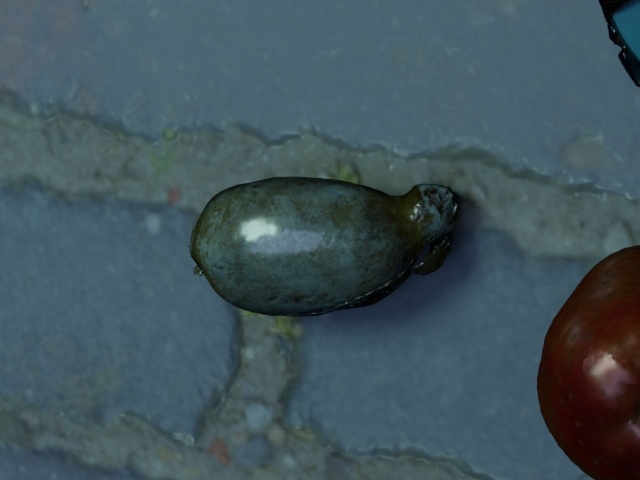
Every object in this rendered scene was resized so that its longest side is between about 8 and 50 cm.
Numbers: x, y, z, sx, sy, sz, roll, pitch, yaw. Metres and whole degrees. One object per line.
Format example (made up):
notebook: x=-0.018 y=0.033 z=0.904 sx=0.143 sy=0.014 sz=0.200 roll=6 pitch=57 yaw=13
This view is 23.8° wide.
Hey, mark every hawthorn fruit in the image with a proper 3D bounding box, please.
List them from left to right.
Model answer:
hawthorn fruit: x=0.174 y=0.074 z=0.771 sx=0.132 sy=0.138 sz=0.133 roll=3 pitch=97 yaw=24

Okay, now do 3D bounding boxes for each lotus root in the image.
lotus root: x=0.000 y=0.002 z=0.871 sx=0.165 sy=0.088 sz=0.088 roll=-3 pitch=99 yaw=15

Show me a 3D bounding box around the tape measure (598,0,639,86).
tape measure: x=0.202 y=-0.130 z=0.746 sx=0.146 sy=0.081 sz=0.125 roll=-22 pitch=101 yaw=42
